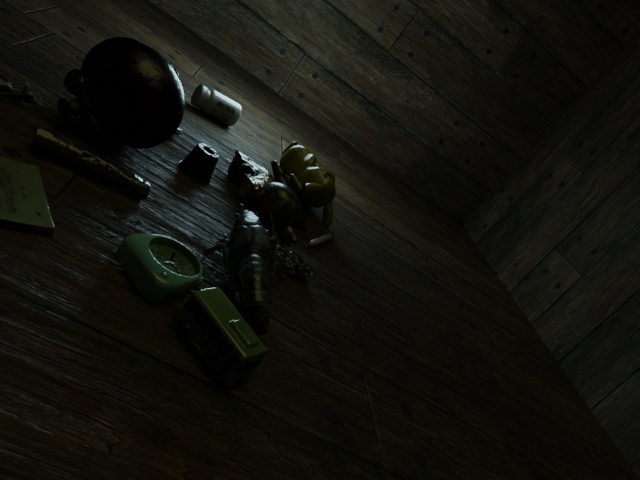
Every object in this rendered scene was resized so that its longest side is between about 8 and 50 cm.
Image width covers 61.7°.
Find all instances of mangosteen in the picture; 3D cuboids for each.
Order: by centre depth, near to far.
[{"bbox_3d":[-0.508,-0.376,1.418,0.297,0.293,0.297,37,-7,6],"label":"mangosteen"}]

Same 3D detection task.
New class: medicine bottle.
[{"bbox_3d":[-0.419,-0.545,2.158,0.186,0.103,0.103,22,25,-38],"label":"medicine bottle"}]

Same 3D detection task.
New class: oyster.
[{"bbox_3d":[-0.084,0.057,1.516,0.148,0.051,0.103,16,21,-28],"label":"oyster"}]

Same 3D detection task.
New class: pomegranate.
[{"bbox_3d":[-0.126,-0.078,1.605,0.205,0.159,0.159,65,21,-1],"label":"pomegranate"}]

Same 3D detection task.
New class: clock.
[{"bbox_3d":[-0.311,0.055,1.100,0.148,0.060,0.188,46,20,22],"label":"clock"}]

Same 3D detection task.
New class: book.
[{"bbox_3d":[-0.627,-0.105,0.940,0.289,0.026,0.201,17,29,-47],"label":"book"}]

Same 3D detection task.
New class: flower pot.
[{"bbox_3d":[-0.358,-0.239,1.618,0.111,0.089,0.111,33,20,-14],"label":"flower pot"}]

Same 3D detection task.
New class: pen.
[{"bbox_3d":[0.000,0.000,1.826,0.026,0.026,0.218,42,20,10],"label":"pen"}]

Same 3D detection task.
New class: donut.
[{"bbox_3d":[-0.223,-0.188,1.753,0.141,0.085,0.217,25,25,-35],"label":"donut"}]

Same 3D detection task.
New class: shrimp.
[{"bbox_3d":[-0.162,0.051,1.247,0.221,0.166,0.411,4,25,-13],"label":"shrimp"}]

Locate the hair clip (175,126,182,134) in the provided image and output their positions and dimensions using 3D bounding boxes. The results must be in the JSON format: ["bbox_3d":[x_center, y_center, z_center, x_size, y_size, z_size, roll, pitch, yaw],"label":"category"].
[{"bbox_3d":[-0.520,-0.381,1.716,0.140,0.054,0.220,38,15,16],"label":"hair clip"}]

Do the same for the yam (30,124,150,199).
[{"bbox_3d":[-0.522,-0.175,1.235,0.274,0.061,0.061,28,22,-31],"label":"yam"}]

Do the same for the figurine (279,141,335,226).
[{"bbox_3d":[-0.049,-0.231,2.028,0.327,0.169,0.218,46,-3,37],"label":"figurine"}]

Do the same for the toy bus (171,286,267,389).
[{"bbox_3d":[-0.184,0.178,0.996,0.175,0.101,0.088,47,21,18],"label":"toy bus"}]

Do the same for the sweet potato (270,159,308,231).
[{"bbox_3d":[-0.115,-0.144,1.806,0.270,0.074,0.074,66,20,-3],"label":"sweet potato"}]

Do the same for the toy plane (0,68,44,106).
[{"bbox_3d":[-0.751,-0.361,1.255,0.197,0.053,0.078,6,46,-56],"label":"toy plane"}]
